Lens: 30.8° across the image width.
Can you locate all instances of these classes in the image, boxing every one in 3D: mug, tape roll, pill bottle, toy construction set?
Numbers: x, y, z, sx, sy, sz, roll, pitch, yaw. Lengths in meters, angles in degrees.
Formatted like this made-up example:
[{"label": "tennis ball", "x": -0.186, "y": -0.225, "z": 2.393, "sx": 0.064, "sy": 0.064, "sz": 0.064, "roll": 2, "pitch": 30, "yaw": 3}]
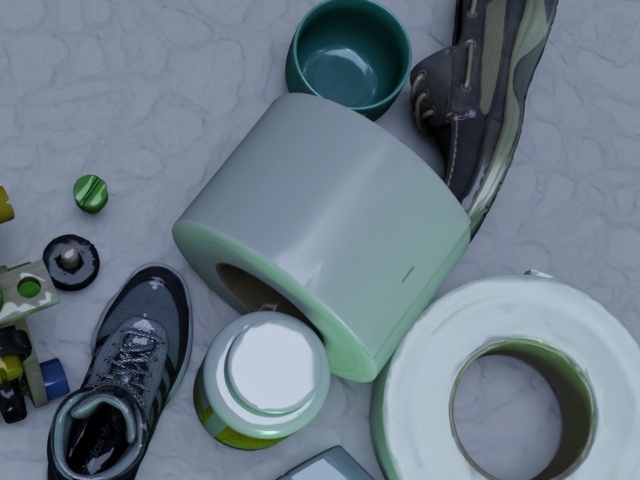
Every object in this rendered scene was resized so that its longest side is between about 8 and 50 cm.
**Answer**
[{"label": "mug", "x": 0.020, "y": -0.175, "z": 1.256, "sx": 0.129, "sy": 0.097, "sz": 0.158, "roll": 31, "pitch": 73, "yaw": -2}, {"label": "tape roll", "x": 0.000, "y": 0.000, "z": 1.131, "sx": 0.246, "sy": 0.246, "sz": 0.169, "roll": 38, "pitch": 73, "yaw": 1}, {"label": "pill bottle", "x": -0.057, "y": 0.134, "z": 1.100, "sx": 0.117, "sy": 0.215, "sz": 0.117, "roll": 2, "pitch": 76, "yaw": -10}, {"label": "tape roll", "x": 0.195, "y": 0.178, "z": 1.184, "sx": 0.286, "sy": 0.100, "sz": 0.286, "roll": 1, "pitch": 77, "yaw": -5}, {"label": "toy construction set", "x": -0.360, "y": 0.033, "z": 1.061, "sx": 0.309, "sy": 0.237, "sz": 0.257, "roll": 4, "pitch": 75, "yaw": -9}]

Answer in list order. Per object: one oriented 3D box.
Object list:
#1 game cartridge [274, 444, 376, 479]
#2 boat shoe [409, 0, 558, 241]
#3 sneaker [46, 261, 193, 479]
[{"label": "game cartridge", "x": -0.033, "y": 0.355, "z": 1.133, "sx": 0.198, "sy": 0.062, "sz": 0.297, "roll": 45, "pitch": 73, "yaw": -1}, {"label": "boat shoe", "x": 0.158, "y": -0.150, "z": 1.272, "sx": 0.130, "sy": 0.132, "sz": 0.355, "roll": 18, "pitch": 64, "yaw": 5}, {"label": "sneaker", "x": -0.186, "y": 0.137, "z": 1.109, "sx": 0.101, "sy": 0.153, "sz": 0.268, "roll": 20, "pitch": 73, "yaw": -5}]
